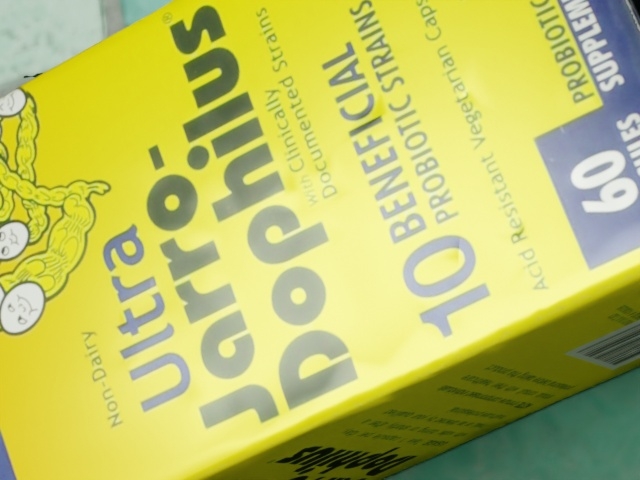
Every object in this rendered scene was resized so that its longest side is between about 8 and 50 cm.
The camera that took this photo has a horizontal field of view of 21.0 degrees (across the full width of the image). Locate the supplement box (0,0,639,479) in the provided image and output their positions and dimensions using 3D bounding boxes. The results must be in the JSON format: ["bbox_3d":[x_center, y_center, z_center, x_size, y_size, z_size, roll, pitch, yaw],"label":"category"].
[{"bbox_3d":[0.000,0.000,0.775,0.356,0.195,0.194,-27,72,17],"label":"supplement box"}]
